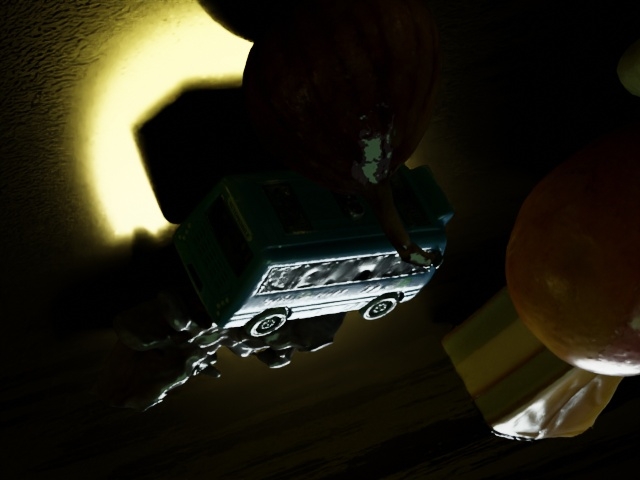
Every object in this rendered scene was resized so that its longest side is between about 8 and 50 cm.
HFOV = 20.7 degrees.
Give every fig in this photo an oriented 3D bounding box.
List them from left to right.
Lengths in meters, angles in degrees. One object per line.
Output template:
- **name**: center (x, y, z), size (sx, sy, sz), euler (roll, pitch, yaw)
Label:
- **fig**: center (0.013, -0.100, 1.319), size (0.149, 0.202, 0.148), euler (4, 161, 33)

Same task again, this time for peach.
- **peach**: center (0.324, 0.003, 1.832), size (0.281, 0.238, 0.281), euler (-6, 136, -6)

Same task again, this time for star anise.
- **star anise**: center (-0.091, 0.091, 1.746), size (0.258, 0.110, 0.198), euler (-10, 156, -22)

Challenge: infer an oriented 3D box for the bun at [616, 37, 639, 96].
- **bun**: center (0.327, -0.164, 1.674), size (0.086, 0.055, 0.086), euler (-21, 159, -8)

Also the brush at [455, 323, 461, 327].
- **brush**: center (0.211, 0.148, 2.340), size (0.083, 0.011, 0.205), euler (-21, 152, -11)

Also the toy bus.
- **toy bus**: center (0.000, 0.000, 1.617), size (0.246, 0.113, 0.134), euler (-6, 147, -38)

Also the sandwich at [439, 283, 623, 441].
- **sandwich**: center (0.308, 0.138, 2.227), size (0.198, 0.155, 0.227), euler (-42, 151, 25)
